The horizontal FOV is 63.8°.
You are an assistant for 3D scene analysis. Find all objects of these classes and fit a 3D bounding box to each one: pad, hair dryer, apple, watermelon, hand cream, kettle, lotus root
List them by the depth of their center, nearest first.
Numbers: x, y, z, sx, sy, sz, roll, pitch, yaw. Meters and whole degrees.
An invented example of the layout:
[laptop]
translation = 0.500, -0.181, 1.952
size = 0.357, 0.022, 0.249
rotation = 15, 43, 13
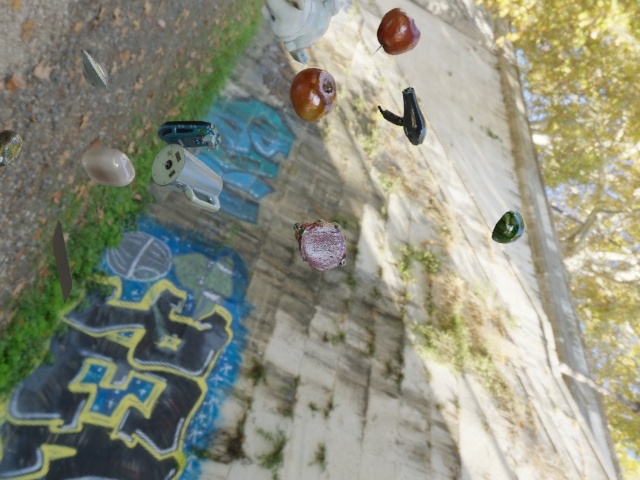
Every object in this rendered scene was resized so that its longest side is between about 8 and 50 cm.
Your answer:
[watermelon]
translation = 0.527, -0.029, 1.422
size = 0.062, 0.105, 0.106
rotation = 47, -66, 38
[hand cream]
translation = -0.725, -0.544, 1.659
size = 0.077, 0.125, 0.340
rotation = -32, -156, -14
[lotus root]
translation = -1.049, -0.311, 1.714
size = 0.089, 0.081, 0.179
rotation = -17, -136, 7
[pad]
translation = -0.922, 0.076, 1.832
size = 0.181, 0.004, 0.267
rotation = -42, -118, 45
[kettle]
translation = -0.472, -0.216, 1.906
size = 0.159, 0.243, 0.211
rotation = -36, -121, 16
[hair dryer]
translation = 0.295, -0.501, 2.007
size = 0.091, 0.236, 0.271
rotation = -38, -139, -20
[apple]
translation = -0.023, -0.615, 2.166
size = 0.173, 0.210, 0.235
rotation = -19, -99, 40

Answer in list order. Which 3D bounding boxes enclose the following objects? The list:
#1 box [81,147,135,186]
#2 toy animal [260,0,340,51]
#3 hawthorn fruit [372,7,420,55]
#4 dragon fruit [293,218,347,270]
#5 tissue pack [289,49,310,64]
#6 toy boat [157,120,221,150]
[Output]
[box]
translation = -0.761, -0.263, 1.845
size = 0.146, 0.200, 0.088
rotation = 77, 30, -43
[toy animal]
translation = -0.075, -0.782, 1.684
size = 0.241, 0.196, 0.367
rotation = -22, 176, 15
[hawthorn fruit]
translation = 0.215, -0.590, 1.461
size = 0.140, 0.125, 0.125
rotation = -20, 178, -20
[dragon fruit]
translation = 0.000, 0.000, 2.204
size = 0.211, 0.282, 0.147
rotation = -50, -168, 10
[tissue pack]
translation = -0.087, -0.753, 2.084
size = 0.042, 0.062, 0.083
rotation = -45, -134, -4
[toy boat]
translation = -0.602, -0.457, 2.307
size = 0.134, 0.298, 0.092
rotation = 64, 33, -56
